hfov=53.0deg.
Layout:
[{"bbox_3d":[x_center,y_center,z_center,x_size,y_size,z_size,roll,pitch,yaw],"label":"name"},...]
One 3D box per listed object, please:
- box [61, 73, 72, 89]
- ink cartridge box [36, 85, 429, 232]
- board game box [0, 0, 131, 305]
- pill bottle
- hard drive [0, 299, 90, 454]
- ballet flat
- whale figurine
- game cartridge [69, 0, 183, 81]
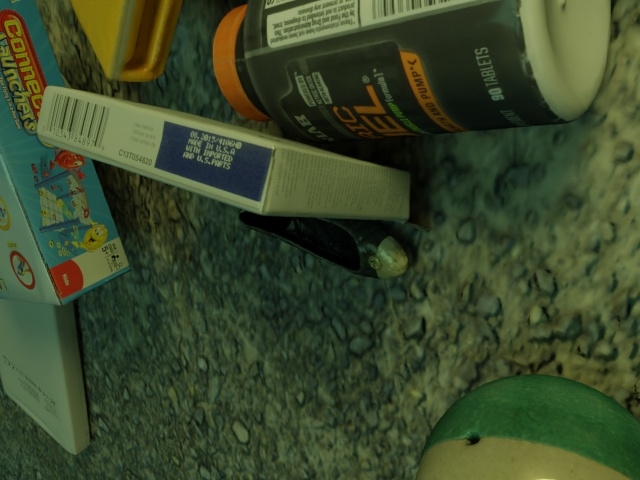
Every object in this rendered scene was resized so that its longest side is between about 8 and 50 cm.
[{"bbox_3d":[-0.365,-0.148,0.782,0.171,0.091,0.130,54,135,5],"label":"box"},{"bbox_3d":[-0.051,-0.060,0.486,0.223,0.224,0.045,19,98,32],"label":"ink cartridge box"},{"bbox_3d":[-0.371,-0.091,0.692,0.308,0.086,0.302,1,113,40],"label":"board game box"},{"bbox_3d":[0.041,-0.130,0.411,0.245,0.130,0.131,3,114,41],"label":"pill bottle"},{"bbox_3d":[-0.491,0.178,1.097,0.233,0.047,0.353,28,129,28],"label":"hard drive"},{"bbox_3d":[0.000,0.000,0.571,0.173,0.049,0.058,20,125,32],"label":"ballet flat"},{"bbox_3d":[0.195,0.205,0.478,0.272,0.141,0.216,44,140,-20],"label":"whale figurine"},{"bbox_3d":[-0.163,-0.333,0.477,0.324,0.052,0.285,60,140,28],"label":"game cartridge"}]
